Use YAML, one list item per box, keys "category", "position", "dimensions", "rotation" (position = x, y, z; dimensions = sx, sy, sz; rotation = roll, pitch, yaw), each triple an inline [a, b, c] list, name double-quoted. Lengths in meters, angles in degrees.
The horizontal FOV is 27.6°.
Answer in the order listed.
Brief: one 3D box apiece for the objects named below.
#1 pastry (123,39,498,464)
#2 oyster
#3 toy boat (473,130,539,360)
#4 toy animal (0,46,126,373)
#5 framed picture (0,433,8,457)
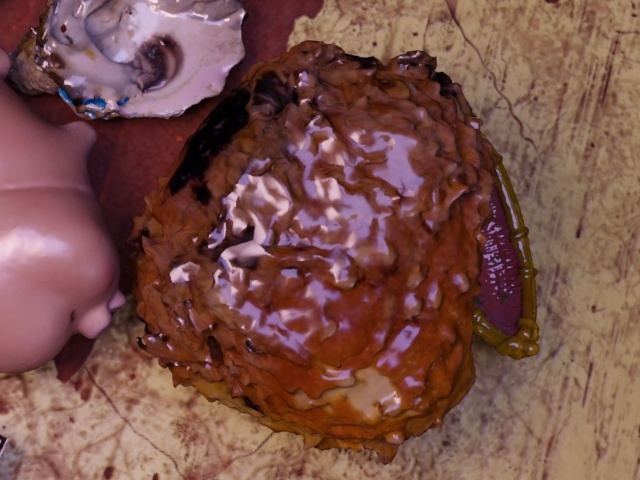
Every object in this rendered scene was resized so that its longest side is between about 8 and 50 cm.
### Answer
- category: "pastry"
  position: [-0.015, 0.009, 1.281]
  dimensions: [0.338, 0.292, 0.405]
  rotation: [3, 95, -17]
- category: "oyster"
  position: [-0.196, -0.213, 1.381]
  dimensions: [0.223, 0.083, 0.214]
  rotation: [30, 77, -14]
- category: "toy boat"
  position: [0.164, -0.017, 1.439]
  dimensions: [0.141, 0.099, 0.317]
  rotation: [-17, 82, -21]
- category: "toy animal"
  position: [-0.322, -0.028, 1.250]
  dimensions: [0.326, 0.237, 0.269]
  rotation: [40, 63, -1]
- category: "framed picture"
  position: [-0.425, 0.235, 1.239]
  dimensions: [0.199, 0.010, 0.195]
  rotation: [25, 82, 3]
